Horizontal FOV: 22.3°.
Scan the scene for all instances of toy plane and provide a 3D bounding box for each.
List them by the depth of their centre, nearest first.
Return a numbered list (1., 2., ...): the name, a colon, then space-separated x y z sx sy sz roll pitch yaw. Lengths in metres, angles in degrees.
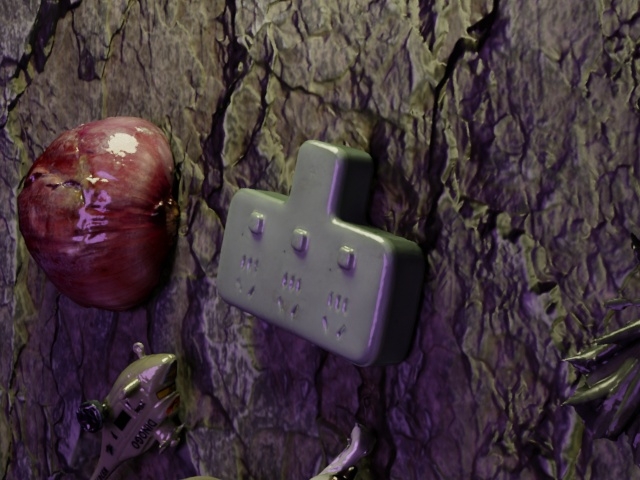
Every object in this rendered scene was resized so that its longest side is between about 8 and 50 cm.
1. toy plane: -0.227 0.232 1.842 0.108 0.092 0.286 44 121 13

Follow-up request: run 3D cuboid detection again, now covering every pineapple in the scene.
1. pineapple: 0.290 0.036 1.223 0.130 0.119 0.277 28 117 0

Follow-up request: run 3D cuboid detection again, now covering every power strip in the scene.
1. power strip: -0.001 0.000 1.603 0.265 0.059 0.193 21 103 49

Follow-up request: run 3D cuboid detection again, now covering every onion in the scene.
1. onion: -0.289 -0.031 1.902 0.283 0.120 0.227 -8 77 50

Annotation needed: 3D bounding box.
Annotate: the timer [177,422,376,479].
1. timer: -0.057 0.285 1.588 0.266 0.175 0.175 -29 65 35
